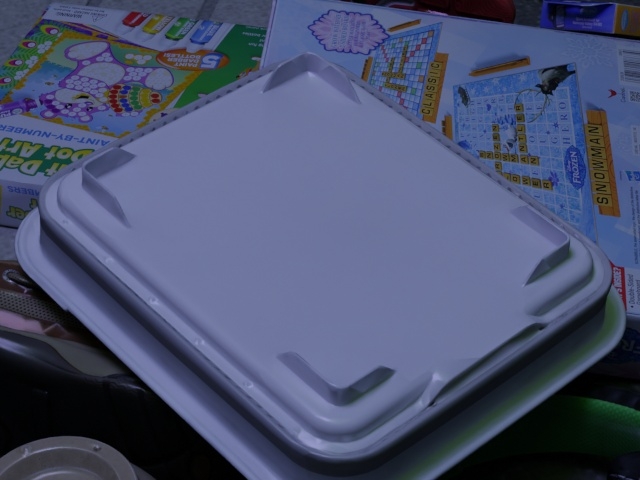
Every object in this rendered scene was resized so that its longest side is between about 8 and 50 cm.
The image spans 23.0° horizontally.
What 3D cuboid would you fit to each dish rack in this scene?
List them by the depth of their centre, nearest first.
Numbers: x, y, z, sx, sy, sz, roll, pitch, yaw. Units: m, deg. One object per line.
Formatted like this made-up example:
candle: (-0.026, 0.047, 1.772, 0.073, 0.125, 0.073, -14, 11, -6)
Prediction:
dish rack: (0.000, 0.000, 0.985, 0.286, 0.072, 0.333, -30, 53, -31)

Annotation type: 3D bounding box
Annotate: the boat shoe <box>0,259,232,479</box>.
boat shoe: (-0.189, 0.073, 1.044, 0.324, 0.122, 0.120, 19, 40, 14)

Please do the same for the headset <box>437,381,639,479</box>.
headset: (0.156, 0.174, 0.832, 0.243, 0.185, 0.394, -25, 33, -22)

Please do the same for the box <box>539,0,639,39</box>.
box: (0.247, -0.181, 1.301, 0.136, 0.028, 0.081, -2, 10, -39)

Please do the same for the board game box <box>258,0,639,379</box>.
board game box: (0.100, -0.050, 1.152, 0.318, 0.066, 0.318, 8, 43, 1)

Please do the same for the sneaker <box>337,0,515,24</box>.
sneaker: (0.080, -0.242, 1.404, 0.221, 0.087, 0.128, 14, 45, 18)

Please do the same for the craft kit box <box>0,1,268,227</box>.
craft kit box: (-0.153, -0.096, 1.278, 0.250, 0.061, 0.246, 8, 45, 14)

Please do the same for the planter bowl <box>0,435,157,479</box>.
planter bowl: (-0.145, 0.182, 0.905, 0.162, 0.109, 0.162, -2, 40, 1)
